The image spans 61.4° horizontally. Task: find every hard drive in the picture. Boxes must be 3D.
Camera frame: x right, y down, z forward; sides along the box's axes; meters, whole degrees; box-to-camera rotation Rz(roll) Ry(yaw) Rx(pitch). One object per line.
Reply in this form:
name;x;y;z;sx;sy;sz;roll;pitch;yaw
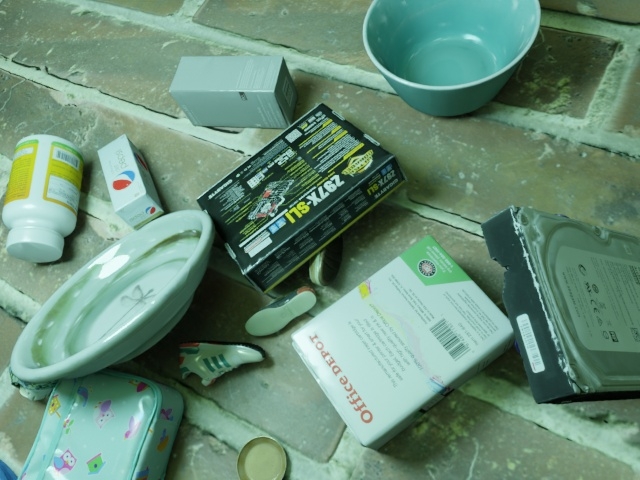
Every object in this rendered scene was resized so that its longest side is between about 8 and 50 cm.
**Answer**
hard drive;0.376;0.090;0.718;0.064;0.339;0.237;-38;51;46

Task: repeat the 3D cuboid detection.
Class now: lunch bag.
lunch bag;-0.370;0.354;0.883;0.224;0.108;0.279;9;68;18

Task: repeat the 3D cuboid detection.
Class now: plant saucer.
plant saucer;-0.334;0.106;0.939;0.400;0.100;0.400;-25;27;14
plant saucer;-0.093;0.358;0.863;0.083;0.015;0.083;-5;65;12

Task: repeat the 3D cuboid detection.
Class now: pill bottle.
pill bottle;-0.579;-0.085;1.126;0.136;0.136;0.245;-10;63;10

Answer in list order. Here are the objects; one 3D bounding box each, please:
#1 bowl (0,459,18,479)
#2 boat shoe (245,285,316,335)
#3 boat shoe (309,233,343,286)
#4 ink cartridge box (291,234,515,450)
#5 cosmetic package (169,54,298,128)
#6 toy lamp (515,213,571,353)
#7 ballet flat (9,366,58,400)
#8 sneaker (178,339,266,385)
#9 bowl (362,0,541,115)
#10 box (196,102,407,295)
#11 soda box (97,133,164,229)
bowl;-0.660;0.536;0.890;0.391;0.077;0.391;-5;65;12
boat shoe;-0.070;0.123;0.954;0.137;0.049;0.043;-30;20;2
boat shoe;0.000;0.000;0.987;0.072;0.068;0.190;-6;52;26
ink cartridge box;0.127;0.159;0.843;0.278;0.117;0.201;-36;63;-5
cosmetic package;-0.180;-0.313;1.139;0.238;0.127;0.107;2;65;17
toy lamp;0.348;0.059;0.812;0.080;0.080;0.274;13;46;19
ballet flat;-0.506;0.252;0.961;0.188;0.070;0.070;-6;58;51
sneaker;-0.172;0.215;0.936;0.161;0.057;0.075;1;82;13
bowl;0.246;-0.362;1.032;0.311;0.163;0.311;-6;63;12
box;-0.047;-0.090;0.986;0.322;0.079;0.257;-39;47;-4
soda box;-0.395;-0.124;1.115;0.074;0.069;0.216;-32;50;-1
